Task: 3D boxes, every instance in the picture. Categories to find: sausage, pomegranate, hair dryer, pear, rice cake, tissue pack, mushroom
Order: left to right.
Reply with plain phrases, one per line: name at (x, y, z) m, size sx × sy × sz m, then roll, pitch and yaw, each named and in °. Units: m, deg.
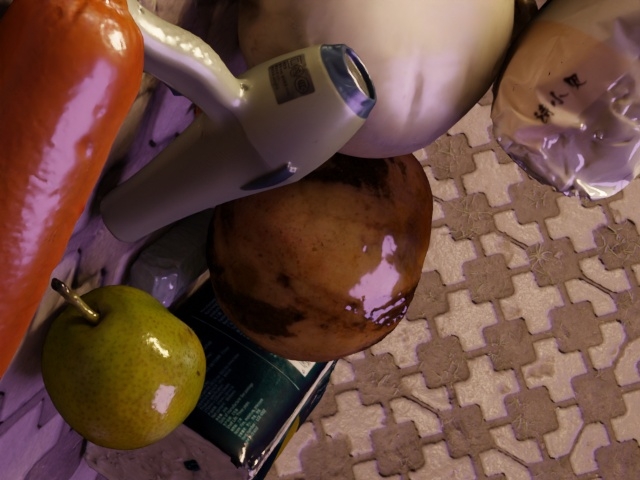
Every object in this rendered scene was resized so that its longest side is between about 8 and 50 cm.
sausage at (-0.221, -0.016, 0.534) m, size 0.097 × 0.094 × 0.348 m, roll 22°, pitch 98°, yaw -37°
pear at (-0.216, 0.119, 0.830) m, size 0.166 × 0.180 × 0.216 m, roll -27°, pitch 132°, yaw -12°
hair dryer at (-0.139, -0.097, 0.705) m, size 0.296 × 0.298 × 0.119 m, roll -42°, pitch -132°, yaw 38°
rice cake at (-0.180, 0.018, 1.031) m, size 0.206 × 0.063 × 0.069 m, roll -51°, pitch 161°, yaw -54°
tissue pack at (-0.148, 0.238, 1.269) m, size 0.416 × 0.264 × 0.253 m, roll -49°, pitch 167°, yaw -55°
pomegranate at (0.000, 0.000, 1.011) m, size 0.322 × 0.322 × 0.322 m, roll -58°, pitch 171°, yaw -14°
mushroom at (0.080, -0.249, 0.870) m, size 0.356 × 0.315 × 0.315 m, roll -17°, pitch 137°, yaw -62°
tissue pack at (0.357, -0.237, 0.891) m, size 0.375 × 0.195 × 0.390 m, roll -48°, pitch -175°, yaw 17°

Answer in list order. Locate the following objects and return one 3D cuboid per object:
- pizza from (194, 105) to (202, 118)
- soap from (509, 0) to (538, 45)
pizza at (-0.129, -0.156, 0.912) m, size 0.037 × 0.016 × 0.083 m, roll -67°, pitch 173°, yaw 29°
soap at (0.247, -0.475, 1.083) m, size 0.338 × 0.304 × 0.169 m, roll -63°, pitch 175°, yaw 18°
